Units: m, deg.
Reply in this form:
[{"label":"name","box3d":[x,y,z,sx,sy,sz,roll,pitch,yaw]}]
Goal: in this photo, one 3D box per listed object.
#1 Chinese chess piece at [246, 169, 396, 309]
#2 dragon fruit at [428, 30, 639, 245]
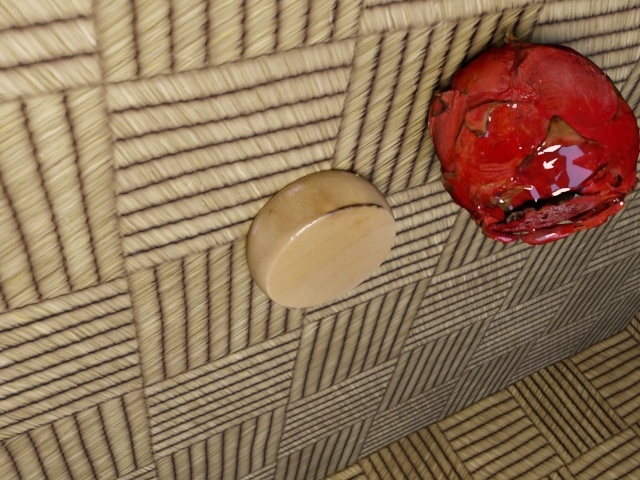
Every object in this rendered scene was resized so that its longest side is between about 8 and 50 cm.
[{"label":"Chinese chess piece","box3d":[0.000,0.000,1.065,0.251,0.097,0.251,-23,145,-17]},{"label":"dragon fruit","box3d":[0.310,-0.142,0.979,0.295,0.302,0.295,-23,152,-13]}]
